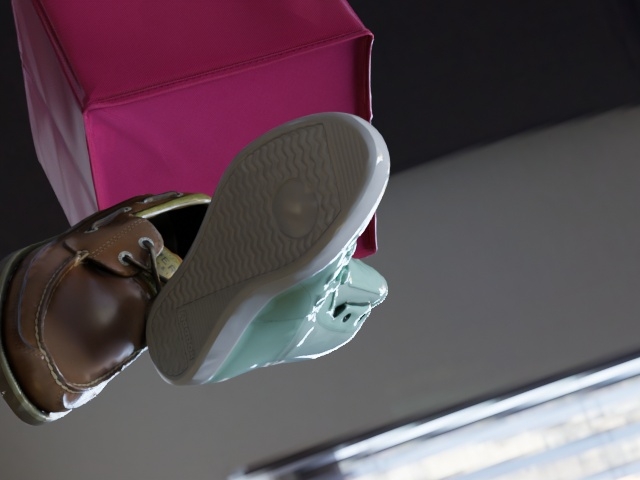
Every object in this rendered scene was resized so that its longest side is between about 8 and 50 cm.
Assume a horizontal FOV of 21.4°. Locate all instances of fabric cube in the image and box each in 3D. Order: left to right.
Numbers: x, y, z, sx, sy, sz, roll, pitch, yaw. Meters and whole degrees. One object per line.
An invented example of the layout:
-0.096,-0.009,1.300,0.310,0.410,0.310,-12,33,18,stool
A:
-0.115,-0.123,1.503,0.254,0.259,0.258,-15,-136,-15,fabric cube

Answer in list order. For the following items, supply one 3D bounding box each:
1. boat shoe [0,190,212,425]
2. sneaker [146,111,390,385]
-0.148,0.028,1.224,0.104,0.110,0.307,-21,-163,17,boat shoe
0.000,0.000,1.132,0.151,0.094,0.256,-7,149,-42,sneaker
